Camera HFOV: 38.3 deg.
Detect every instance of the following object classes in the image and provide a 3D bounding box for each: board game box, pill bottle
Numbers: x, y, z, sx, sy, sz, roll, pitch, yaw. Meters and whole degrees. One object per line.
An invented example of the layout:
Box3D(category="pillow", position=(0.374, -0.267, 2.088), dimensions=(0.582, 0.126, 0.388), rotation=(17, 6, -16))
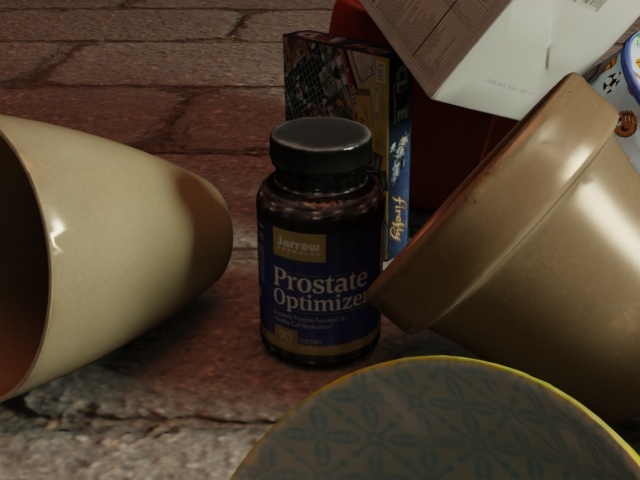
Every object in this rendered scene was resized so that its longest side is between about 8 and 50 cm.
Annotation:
Box3D(category="board game box", position=(0.030, -0.114, 1.083), dimensions=(0.165, 0.243, 0.042), rotation=(22, 35, 38))
Box3D(category="pill bottle", position=(0.000, 0.000, 0.879), dimensions=(0.123, 0.219, 0.123), rotation=(0, 26, 0))

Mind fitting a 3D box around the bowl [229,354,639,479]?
Box3D(category="bowl", position=(0.079, 0.218, 0.470), dimensions=(0.289, 0.289, 0.156), rotation=(28, -4, 44))

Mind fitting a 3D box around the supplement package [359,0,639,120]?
Box3D(category="supplement package", position=(0.175, -0.296, 0.995), dimensions=(0.199, 0.198, 0.262), rotation=(4, 46, -44))

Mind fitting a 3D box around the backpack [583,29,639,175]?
Box3D(category="backpack", position=(0.402, -0.108, 1.022), dimensions=(0.263, 0.213, 0.276), rotation=(40, 33, 0))

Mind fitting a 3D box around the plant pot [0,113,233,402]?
Box3D(category="plant pot", position=(-0.225, 0.005, 0.896), dimensions=(0.256, 0.256, 0.274), rotation=(20, 16, 35))

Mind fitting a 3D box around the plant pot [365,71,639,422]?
Box3D(category="plant pot", position=(0.205, 0.029, 0.787), dimensions=(0.229, 0.263, 0.263), rotation=(44, 37, 3))

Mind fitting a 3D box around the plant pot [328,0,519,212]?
Box3D(category="plant pot", position=(0.169, -0.181, 1.230), dimensions=(0.236, 0.267, 0.267), rotation=(33, 40, 29))
